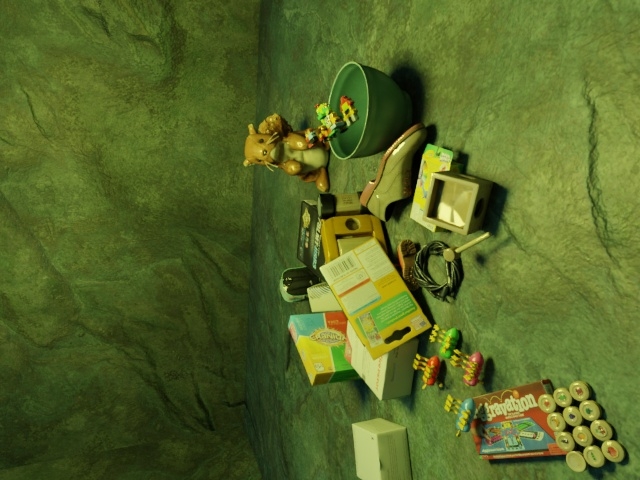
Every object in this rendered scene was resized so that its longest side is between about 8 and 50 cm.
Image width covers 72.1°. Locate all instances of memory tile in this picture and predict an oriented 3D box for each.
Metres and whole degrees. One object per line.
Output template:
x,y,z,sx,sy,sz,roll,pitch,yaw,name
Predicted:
0.497,0.358,0.849,0.113,0.012,0.147,-46,50,40,memory tile

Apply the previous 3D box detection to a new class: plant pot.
0.166,-0.401,1.403,0.293,0.197,0.292,179,90,-67,plant pot

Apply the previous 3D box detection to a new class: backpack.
-0.101,0.213,2.096,0.144,0.189,0.165,125,137,-55,backpack

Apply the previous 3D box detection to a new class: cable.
0.323,0.075,1.249,0.184,0.047,0.150,-122,37,-52,cable

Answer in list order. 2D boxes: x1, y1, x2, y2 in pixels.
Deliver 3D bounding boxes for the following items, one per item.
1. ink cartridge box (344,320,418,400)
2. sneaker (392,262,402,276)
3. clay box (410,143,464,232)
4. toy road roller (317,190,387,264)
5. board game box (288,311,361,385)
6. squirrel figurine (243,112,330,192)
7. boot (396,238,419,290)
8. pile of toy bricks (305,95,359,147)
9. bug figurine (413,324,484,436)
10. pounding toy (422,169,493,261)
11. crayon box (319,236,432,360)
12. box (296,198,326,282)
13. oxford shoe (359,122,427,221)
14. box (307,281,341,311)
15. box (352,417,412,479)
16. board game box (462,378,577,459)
0.195,0.368,1.480,0.283,0.117,0.207,-144,56,-63,ink cartridge box
0.245,0.108,1.455,0.119,0.047,0.057,-157,51,-69,sneaker
0.324,-0.147,1.225,0.127,0.053,0.221,-133,48,-58,clay box
0.098,-0.013,1.608,0.240,0.203,0.329,101,161,-59,toy road roller
0.033,0.410,1.716,0.316,0.243,0.064,-124,40,-51,board game box
-0.171,-0.411,1.988,0.397,0.371,0.280,-126,41,-54,squirrel figurine
0.274,0.077,1.372,0.084,0.059,0.157,128,134,-82,boot
0.017,-0.369,1.335,0.212,0.118,0.105,-20,92,65,pile of toy bricks
0.347,0.356,1.155,0.279,0.072,0.216,-124,45,-68,bug figurine
0.358,-0.052,1.096,0.181,0.094,0.205,24,116,38,pounding toy
0.164,0.178,1.352,0.322,0.203,0.083,60,176,20,crayon box
0.000,0.000,1.940,0.293,0.074,0.295,39,128,51,box
0.251,-0.203,1.365,0.130,0.123,0.348,48,140,19,oxford shoe
0.097,0.189,1.545,0.275,0.113,0.094,-11,92,34,box
0.203,0.715,1.482,0.182,0.119,0.180,155,112,-66,box
0.440,0.419,1.012,0.281,0.027,0.144,126,139,-56,board game box
